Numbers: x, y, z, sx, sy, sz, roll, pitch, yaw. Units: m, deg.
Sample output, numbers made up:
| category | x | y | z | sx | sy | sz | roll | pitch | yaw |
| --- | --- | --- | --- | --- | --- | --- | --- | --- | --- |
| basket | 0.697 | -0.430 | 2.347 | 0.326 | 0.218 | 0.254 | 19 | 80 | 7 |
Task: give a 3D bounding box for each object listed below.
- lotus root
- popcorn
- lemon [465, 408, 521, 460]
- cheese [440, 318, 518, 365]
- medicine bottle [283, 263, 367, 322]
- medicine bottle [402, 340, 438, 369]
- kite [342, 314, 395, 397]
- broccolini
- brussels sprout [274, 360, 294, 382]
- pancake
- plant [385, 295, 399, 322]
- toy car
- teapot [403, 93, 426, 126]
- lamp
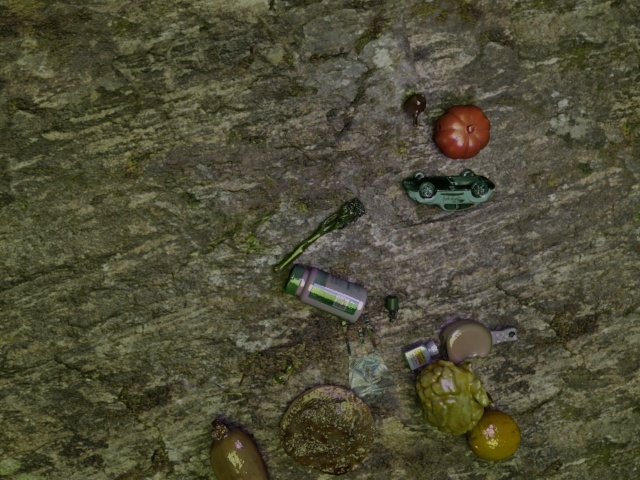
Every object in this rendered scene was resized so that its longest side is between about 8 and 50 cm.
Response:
| category | x | y | z | sx | sy | sz | roll | pitch | yaw |
| --- | --- | --- | --- | --- | --- | --- | --- | --- | --- |
| lotus root | -0.296 | 0.788 | 1.686 | 0.169 | 0.151 | 0.343 | -23 | 100 | -1 |
| popcorn | 0.453 | 0.540 | 1.649 | 0.270 | 0.224 | 0.258 | 24 | 125 | -6 |
| lemon | 0.622 | 0.701 | 1.721 | 0.193 | 0.180 | 0.181 | -32 | 97 | 1 |
| cheese | 0.578 | 0.362 | 1.727 | 0.286 | 0.082 | 0.163 | -6 | 98 | -3 |
| medicine bottle | 0.014 | 0.178 | 1.651 | 0.274 | 0.133 | 0.133 | 22 | 94 | -6 |
| medicine bottle | 0.366 | 0.412 | 1.733 | 0.118 | 0.055 | 0.074 | -23 | 95 | -1 |
| kite | 0.152 | 0.434 | 1.744 | 0.169 | 0.015 | 0.310 | -20 | 97 | 0 |
| broccolini | -0.003 | -0.004 | 1.658 | 0.392 | 0.074 | 0.079 | -42 | 90 | 0 |
| brussels sprout | -0.127 | 0.478 | 1.717 | 0.083 | 0.046 | 0.051 | -43 | 103 | 1 |
| pancake | 0.032 | 0.693 | 1.741 | 0.356 | 0.065 | 0.356 | 0 | 97 | -2 |
| plant | 0.258 | 0.252 | 1.713 | 0.051 | 0.051 | 0.102 | -3 | 101 | -3 |
| toy car | 0.437 | -0.166 | 1.643 | 0.305 | 0.136 | 0.125 | -4 | 117 | -2 |
| teapot | 0.333 | -0.443 | 1.626 | 0.085 | 0.080 | 0.110 | 4 | 69 | -20 |
| lamp | 0.479 | -0.367 | 1.604 | 0.187 | 0.164 | 0.188 | -1 | 95 | -6 |
